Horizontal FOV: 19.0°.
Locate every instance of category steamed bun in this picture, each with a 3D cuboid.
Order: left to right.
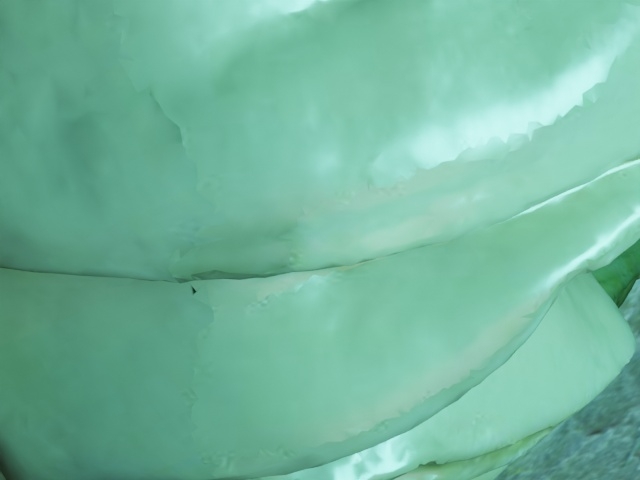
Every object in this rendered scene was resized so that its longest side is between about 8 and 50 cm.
[{"bbox_3d":[-0.015,-0.020,0.661,0.342,0.255,0.368,-2,165,-32],"label":"steamed bun"}]

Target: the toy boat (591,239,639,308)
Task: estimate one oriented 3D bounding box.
[{"bbox_3d":[0.074,0.044,1.060,0.293,0.055,0.093,-10,144,-27],"label":"toy boat"}]
